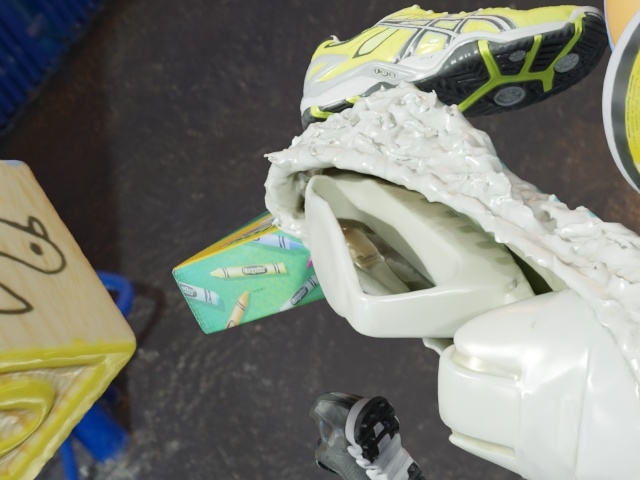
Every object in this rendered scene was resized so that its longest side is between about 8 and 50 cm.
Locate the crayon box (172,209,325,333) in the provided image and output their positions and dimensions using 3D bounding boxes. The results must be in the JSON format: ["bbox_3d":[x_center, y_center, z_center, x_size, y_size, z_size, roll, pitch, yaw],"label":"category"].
[{"bbox_3d":[0.000,0.000,1.340,0.278,0.081,0.165,-20,10,45],"label":"crayon box"}]

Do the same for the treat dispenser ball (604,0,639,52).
[{"bbox_3d":[0.404,-0.223,1.209,0.288,0.288,0.288,-20,40,18],"label":"treat dispenser ball"}]

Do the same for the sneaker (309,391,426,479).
[{"bbox_3d":[0.050,0.248,1.470,0.106,0.234,0.078,16,49,39],"label":"sneaker"}]

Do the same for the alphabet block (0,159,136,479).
[{"bbox_3d":[-0.293,0.069,1.002,0.193,0.192,0.197,-51,62,28],"label":"alphabet block"}]

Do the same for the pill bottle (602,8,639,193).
[{"bbox_3d":[0.217,-0.047,0.539,0.119,0.119,0.208,-40,23,-7],"label":"pill bottle"}]

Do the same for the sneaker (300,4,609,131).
[{"bbox_3d":[0.154,-0.231,1.612,0.384,0.145,0.147,-12,59,12],"label":"sneaker"}]

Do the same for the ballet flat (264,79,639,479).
[{"bbox_3d":[0.090,0.044,0.680,0.147,0.147,0.409,-39,39,-6],"label":"ballet flat"}]
